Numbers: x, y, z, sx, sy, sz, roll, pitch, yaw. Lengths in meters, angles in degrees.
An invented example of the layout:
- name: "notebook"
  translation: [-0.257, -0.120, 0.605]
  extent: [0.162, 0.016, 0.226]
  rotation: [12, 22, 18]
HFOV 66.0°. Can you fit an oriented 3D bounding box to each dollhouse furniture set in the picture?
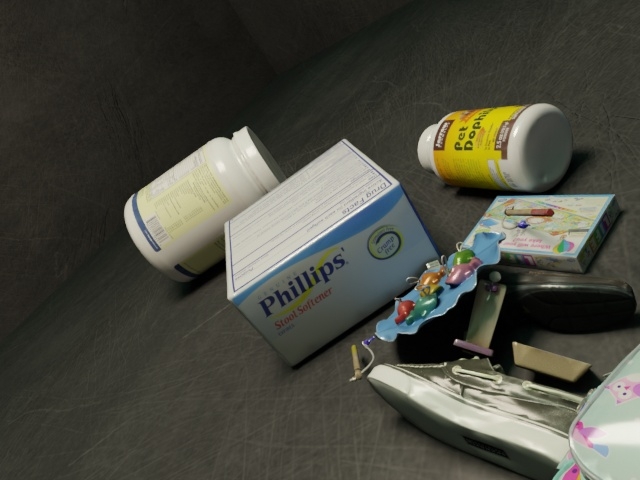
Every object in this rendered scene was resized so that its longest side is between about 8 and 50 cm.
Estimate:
- name: "dollhouse furniture set"
  translation: [0.198, 0.082, 0.474]
  extent: [0.114, 0.091, 0.081]
  rotation: [14, 80, 24]

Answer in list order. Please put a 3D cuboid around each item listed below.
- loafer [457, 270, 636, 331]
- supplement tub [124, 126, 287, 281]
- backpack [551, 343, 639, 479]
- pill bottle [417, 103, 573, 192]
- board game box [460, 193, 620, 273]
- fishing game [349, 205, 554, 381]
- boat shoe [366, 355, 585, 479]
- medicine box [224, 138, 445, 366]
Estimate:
- name: "loafer"
  translation: [0.225, 0.052, 0.501]
  extent: [0.170, 0.062, 0.061]
  rotation: [-7, 33, 44]
- name: "supplement tub"
  translation: [-0.241, -0.081, 1.110]
  extent: [0.324, 0.235, 0.235]
  rotation: [-33, 25, 6]
- name: "backpack"
  translation: [0.239, 0.120, 0.263]
  extent: [0.188, 0.144, 0.165]
  rotation: [-38, 30, -19]
- name: "pill bottle"
  translation: [0.244, -0.135, 0.728]
  extent: [0.117, 0.117, 0.215]
  rotation: [-44, 26, -16]
- name: "board game box"
  translation: [0.262, -0.013, 0.602]
  extent: [0.103, 0.026, 0.154]
  rotation: [-47, 27, -22]
- name: "fishing game"
  translation: [0.127, 0.044, 0.554]
  extent: [0.264, 0.041, 0.189]
  rotation: [-42, -1, 6]
- name: "boat shoe"
  translation: [0.140, 0.144, 0.437]
  extent: [0.219, 0.078, 0.070]
  rotation: [9, 51, 46]
- name: "medicine box"
  translation: [0.000, 0.000, 0.767]
  extent: [0.263, 0.149, 0.289]
  rotation: [-34, 26, 4]
